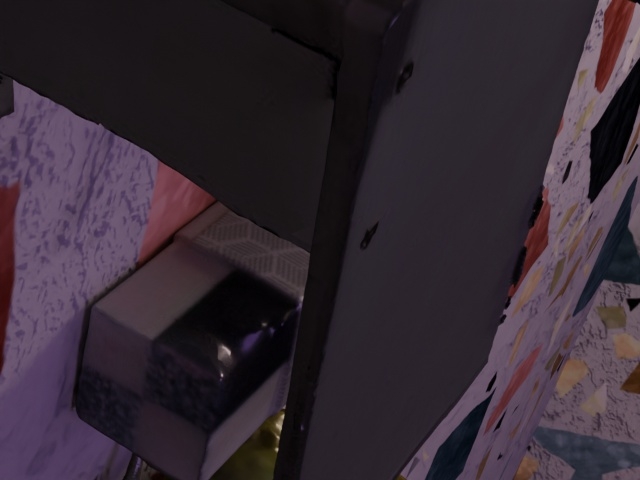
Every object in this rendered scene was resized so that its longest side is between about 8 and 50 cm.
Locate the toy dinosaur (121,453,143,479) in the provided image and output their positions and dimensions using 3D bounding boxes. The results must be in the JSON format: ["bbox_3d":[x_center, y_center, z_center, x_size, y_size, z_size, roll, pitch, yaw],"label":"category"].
[{"bbox_3d":[-0.140,0.186,0.968,0.180,0.037,0.058,-58,-173,6],"label":"toy dinosaur"}]

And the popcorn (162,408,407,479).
[{"bbox_3d":[-0.056,0.246,1.061,0.286,0.174,0.225,-49,167,-54],"label":"popcorn"}]

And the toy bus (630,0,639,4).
[{"bbox_3d":[0.273,-0.269,1.259,0.138,0.175,0.288,-66,163,7],"label":"toy bus"}]

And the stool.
[{"bbox_3d":[-0.062,-0.055,0.476,0.170,0.244,0.269,-47,157,-41],"label":"stool"}]

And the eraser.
[{"bbox_3d":[0.000,0.000,0.997,0.404,0.096,0.098,-43,155,-50],"label":"eraser"}]
